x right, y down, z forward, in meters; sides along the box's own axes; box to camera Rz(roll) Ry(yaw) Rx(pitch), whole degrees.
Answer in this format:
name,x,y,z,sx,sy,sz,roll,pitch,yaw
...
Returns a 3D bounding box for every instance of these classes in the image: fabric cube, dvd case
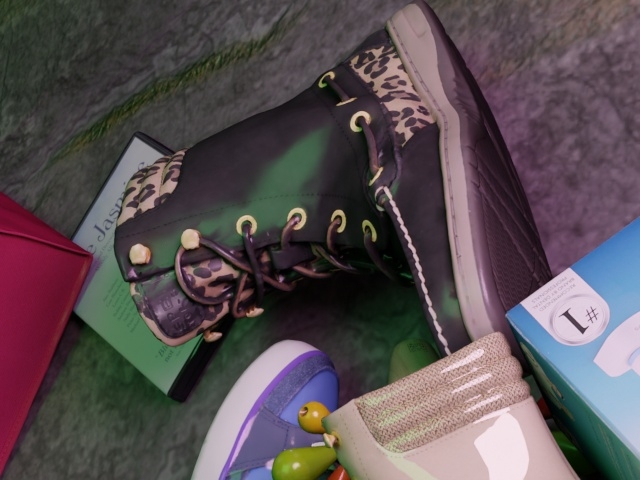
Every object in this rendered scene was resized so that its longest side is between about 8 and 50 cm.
name,x,y,z,sx,sy,sz,roll,pitch,yaw
fabric cube,-0.422,0.053,1.316,0.258,0.259,0.254,30,97,48
dvd case,-0.149,0.015,1.268,0.253,0.022,0.180,32,92,47

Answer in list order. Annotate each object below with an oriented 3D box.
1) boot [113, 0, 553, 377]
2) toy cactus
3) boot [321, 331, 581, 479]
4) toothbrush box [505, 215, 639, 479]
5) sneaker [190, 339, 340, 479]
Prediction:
name,x,y,z,sx,sy,sz,roll,pitch,yaw
boot,0.000,0.000,0.989,0.284,0.138,0.377,-26,40,14
toy cactus,0.070,0.121,0.914,0.219,0.112,0.180,-13,30,1
boot,0.046,0.194,0.788,0.262,0.095,0.203,-36,75,19
toothbrush box,0.273,0.094,0.711,0.216,0.126,0.295,-36,44,-5
sneaker,0.019,0.233,0.946,0.236,0.130,0.322,11,60,25
